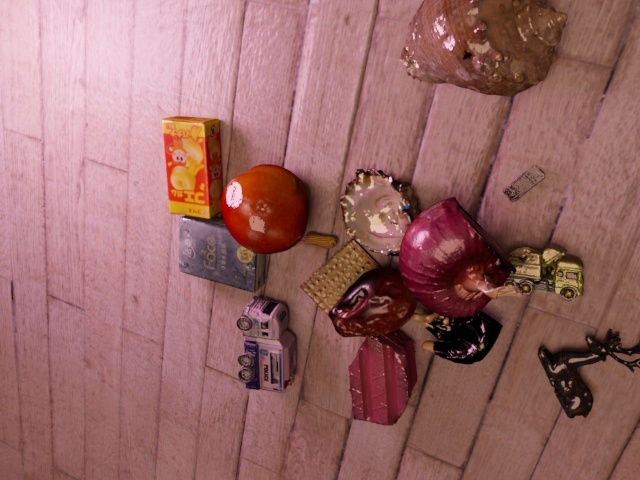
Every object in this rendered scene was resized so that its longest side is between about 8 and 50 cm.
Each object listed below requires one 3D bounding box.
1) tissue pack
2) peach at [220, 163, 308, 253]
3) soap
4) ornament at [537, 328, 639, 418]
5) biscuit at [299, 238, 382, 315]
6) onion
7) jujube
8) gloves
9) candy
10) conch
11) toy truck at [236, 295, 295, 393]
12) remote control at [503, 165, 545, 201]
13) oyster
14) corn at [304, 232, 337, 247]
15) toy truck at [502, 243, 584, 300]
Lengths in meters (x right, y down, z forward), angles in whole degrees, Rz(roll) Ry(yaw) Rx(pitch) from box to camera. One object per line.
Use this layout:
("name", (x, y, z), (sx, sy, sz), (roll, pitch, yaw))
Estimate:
("tissue pack", (-0.285, 0.031, 1.670), (0.257, 0.081, 0.185), (14, 113, 17))
("peach", (-0.136, -0.079, 1.496), (0.243, 0.243, 0.199), (40, 163, 6))
("soap", (0.171, 0.363, 1.574), (0.182, 0.112, 0.288), (0, 109, 23))
("ornament", (0.667, 0.315, 1.357), (0.236, 0.080, 0.202), (-27, 93, 29))
("biscuit", (0.058, 0.107, 1.584), (0.139, 0.016, 0.231), (46, 120, 2))
("onion", (0.295, 0.051, 1.310), (0.230, 0.272, 0.256), (-42, 86, 23))
("jujube", (0.131, 0.169, 1.478), (0.237, 0.168, 0.168), (-29, 96, 13))
("gloves", (0.332, 0.226, 1.452), (0.204, 0.124, 0.164), (32, 104, 29))
("candy", (-0.357, -0.206, 1.610), (0.146, 0.088, 0.275), (7, 111, 20))
("conch", (0.314, -0.437, 1.173), (0.353, 0.210, 0.296), (-6, 92, 23))
("toy truck", (-0.153, 0.307, 1.693), (0.156, 0.124, 0.267), (7, 114, 14))
("remote control", (0.469, -0.130, 1.317), (0.039, 0.014, 0.096), (46, 121, 2))
("oyster", (0.170, -0.062, 1.436), (0.260, 0.092, 0.198), (33, 119, 20))
("corn", (0.000, 0.000, 1.559), (0.093, 0.037, 0.037), (12, 113, 20))
("toy truck", (0.513, 0.066, 1.332), (0.191, 0.085, 0.115), (6, 106, 24))
